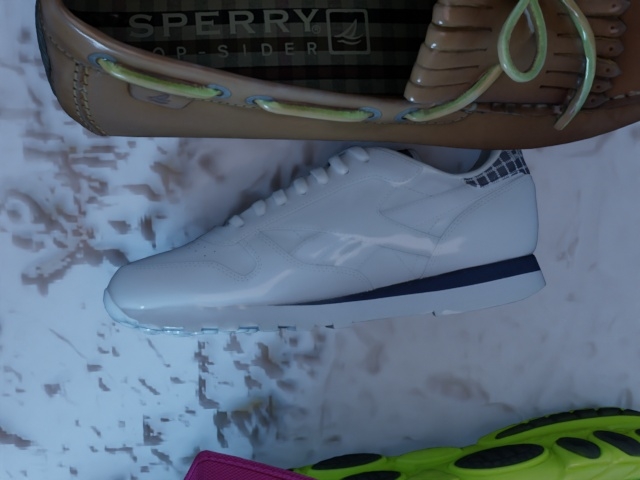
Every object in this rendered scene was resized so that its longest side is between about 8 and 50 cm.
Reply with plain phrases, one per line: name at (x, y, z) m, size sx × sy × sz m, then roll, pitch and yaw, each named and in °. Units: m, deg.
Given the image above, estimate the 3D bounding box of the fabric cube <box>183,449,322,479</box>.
fabric cube at (0.013, 0.302, 0.848) m, size 0.254 × 0.258 × 0.259 m, roll 18°, pitch 120°, yaw -15°

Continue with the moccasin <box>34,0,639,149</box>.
moccasin at (0.053, -0.122, 0.877) m, size 0.380 × 0.147 × 0.139 m, roll 2°, pitch 82°, yaw -7°

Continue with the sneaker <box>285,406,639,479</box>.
sneaker at (0.067, 0.175, 0.981) m, size 0.295 × 0.109 × 0.123 m, roll -10°, pitch 102°, yaw -7°

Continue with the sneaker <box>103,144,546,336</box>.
sneaker at (0.000, 0.000, 0.948) m, size 0.235 × 0.090 × 0.095 m, roll -8°, pitch 93°, yaw -11°
